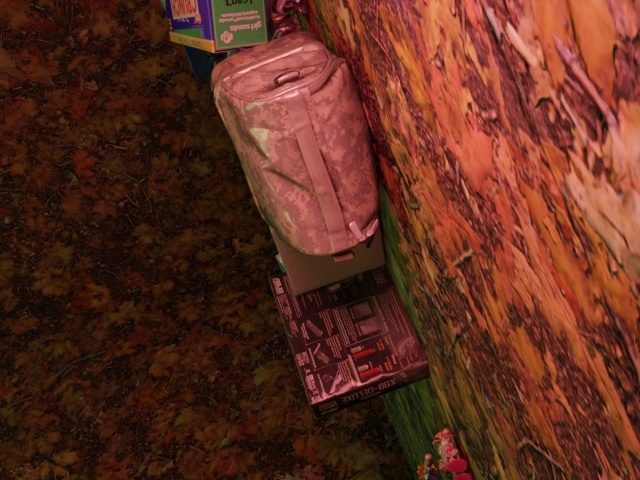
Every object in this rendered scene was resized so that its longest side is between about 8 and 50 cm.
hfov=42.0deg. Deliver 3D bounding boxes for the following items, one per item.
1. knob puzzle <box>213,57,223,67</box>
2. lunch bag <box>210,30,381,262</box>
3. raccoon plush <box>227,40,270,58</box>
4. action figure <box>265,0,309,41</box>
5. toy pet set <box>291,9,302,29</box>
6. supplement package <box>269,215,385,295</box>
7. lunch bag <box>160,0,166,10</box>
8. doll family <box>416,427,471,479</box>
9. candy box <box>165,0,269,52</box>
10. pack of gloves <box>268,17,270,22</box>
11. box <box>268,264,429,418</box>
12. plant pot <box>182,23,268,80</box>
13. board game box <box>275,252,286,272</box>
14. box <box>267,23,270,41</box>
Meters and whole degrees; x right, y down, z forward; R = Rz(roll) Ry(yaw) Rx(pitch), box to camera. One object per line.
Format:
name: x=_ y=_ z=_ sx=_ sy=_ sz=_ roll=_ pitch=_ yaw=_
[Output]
knob puzzle: x=-0.231 y=-0.361 z=2.050 sx=0.213 sy=0.030 sz=0.213 roll=-17 pitch=-90 yaw=-81
lunch bag: x=-0.026 y=-0.142 z=1.293 sx=0.256 sy=0.212 sz=0.305 roll=-113 pitch=3 yaw=-62
raccoon plush: x=-0.097 y=-0.261 z=1.965 sx=0.299 sy=0.216 sz=0.447 roll=-110 pitch=2 yaw=-59
action figure: x=-0.044 y=-0.352 z=1.545 sx=0.285 sy=0.099 sz=0.185 roll=-107 pitch=-7 yaw=-46
toy pet set: x=-0.063 y=-0.408 z=1.761 sx=0.122 sy=0.065 sz=0.114 roll=76 pitch=174 yaw=-68
supplement package: x=-0.005 y=-0.061 z=1.613 sx=0.263 sy=0.199 sz=0.198 roll=75 pitch=176 yaw=-60
lunch bag: x=-0.282 y=-0.669 z=2.173 sx=0.224 sy=0.279 sz=0.108 roll=58 pitch=174 yaw=17
doll family: x=0.233 y=0.491 z=1.567 sx=0.163 sy=0.118 sz=0.263 roll=-129 pitch=20 yaw=-83
candy box: x=-0.206 y=-0.515 z=1.517 sx=0.268 sy=0.122 sz=0.317 roll=31 pitch=131 yaw=58
pack of gloves: x=-0.093 y=-0.524 z=2.007 sx=0.195 sy=0.046 sz=0.232 roll=57 pitch=-179 yaw=-13
box: x=0.052 y=0.173 z=1.688 sx=0.076 sy=0.242 sz=0.307 roll=75 pitch=175 yaw=-56
plant pot: x=-0.255 y=-0.599 z=2.332 sx=0.236 sy=0.212 sz=0.236 roll=81 pitch=-167 yaw=-72
board game box: x=0.000 y=0.000 z=1.837 sx=0.047 sy=0.210 sz=0.160 roll=49 pitch=173 yaw=10
box: x=-0.075 y=-0.392 z=2.232 sx=0.232 sy=0.058 sz=0.322 roll=82 pitch=166 yaw=-78
